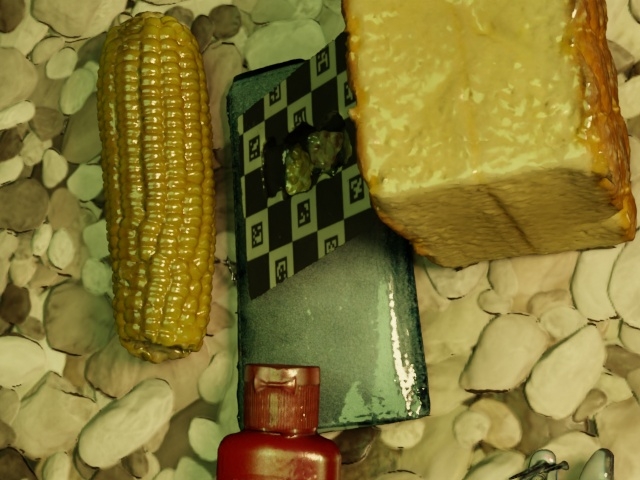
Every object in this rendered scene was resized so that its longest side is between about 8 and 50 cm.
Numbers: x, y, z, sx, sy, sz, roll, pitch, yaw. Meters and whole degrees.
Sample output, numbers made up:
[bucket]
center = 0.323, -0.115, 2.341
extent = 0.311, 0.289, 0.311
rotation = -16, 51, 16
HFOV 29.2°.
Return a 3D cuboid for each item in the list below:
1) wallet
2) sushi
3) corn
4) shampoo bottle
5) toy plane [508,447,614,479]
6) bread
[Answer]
[wallet]
center = 0.000, 0.000, 1.199
extent = 0.191, 0.046, 0.379
rotation = -10, 75, 20
[sushi]
center = 0.000, -0.062, 1.129
extent = 0.215, 0.051, 0.192
rotation = -31, 59, 53
[corn]
center = -0.163, -0.059, 1.235
extent = 0.120, 0.120, 0.363
rotation = -7, 79, 18
[shampoo bottle]
center = -0.041, 0.269, 1.108
extent = 0.118, 0.076, 0.314
rotation = 1, 87, 22
[toy plane]
center = 0.154, 0.272, 1.064
extent = 0.246, 0.078, 0.169
rotation = -22, 44, 17
[bread]
center = 0.146, -0.139, 1.061
extent = 0.207, 0.279, 0.279
rotation = -10, 76, 19
